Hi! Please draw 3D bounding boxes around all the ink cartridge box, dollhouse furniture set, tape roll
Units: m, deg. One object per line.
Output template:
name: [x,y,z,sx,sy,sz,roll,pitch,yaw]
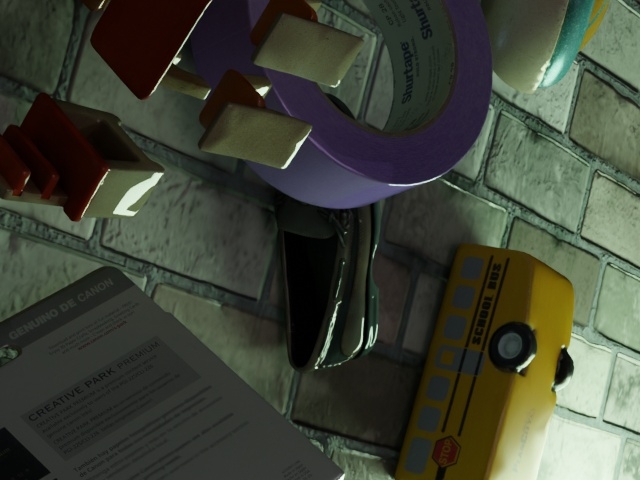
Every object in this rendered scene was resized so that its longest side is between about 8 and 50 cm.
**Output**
ink cartridge box: [-0.190,0.197,1.315,0.309,0.272,0.130,-30,150,-37]
dollhouse furniture set: [-0.140,-0.142,1.302,0.135,0.262,0.259,9,121,-51]
tape roll: [0.023,-0.170,1.538,0.274,0.090,0.275,12,70,-37]

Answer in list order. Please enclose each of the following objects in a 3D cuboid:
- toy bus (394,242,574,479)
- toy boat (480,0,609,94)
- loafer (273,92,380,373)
toy bus: [0.173,0.179,1.848,0.108,0.130,0.333,29,74,-52]
toy boat: [0.259,-0.278,1.749,0.318,0.148,0.268,-169,-90,-82]
loafer: [0.000,0.000,1.625,0.084,0.096,0.268,-27,119,-40]
